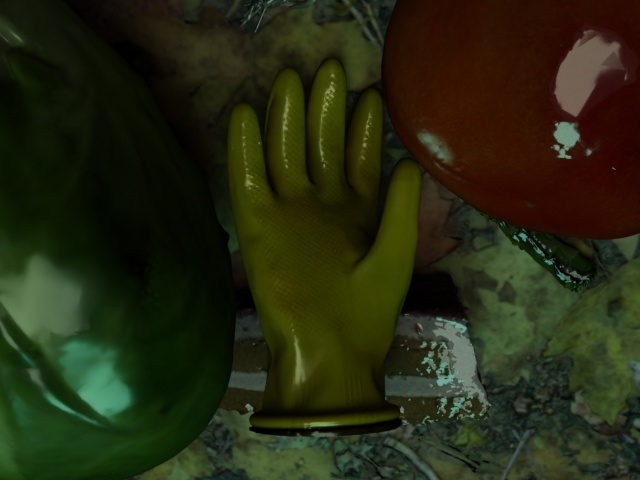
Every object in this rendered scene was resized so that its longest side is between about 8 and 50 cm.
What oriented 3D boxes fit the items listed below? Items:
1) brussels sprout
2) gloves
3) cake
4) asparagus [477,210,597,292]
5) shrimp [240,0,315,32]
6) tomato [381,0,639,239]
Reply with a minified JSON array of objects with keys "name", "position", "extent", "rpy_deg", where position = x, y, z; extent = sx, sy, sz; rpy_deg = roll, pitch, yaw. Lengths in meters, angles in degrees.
[{"name":"brussels sprout","position":[-0.209,0.010,0.714],"extent":[0.276,0.315,0.371],"rpy_deg":[-11,121,23]},{"name":"gloves","position":[-0.001,0.000,0.774],"extent":[0.133,0.116,0.294],"rpy_deg":[2,84,-34]},{"name":"cake","position":[0.014,0.098,0.891],"extent":[0.295,0.113,0.116],"rpy_deg":[-3,109,20]},{"name":"asparagus","position":[0.174,-0.013,0.843],"extent":[0.165,0.030,0.036],"rpy_deg":[40,137,-15]},{"name":"shrimp","position":[0.000,-0.218,0.749],"extent":[0.165,0.065,0.056],"rpy_deg":[-33,76,24]},{"name":"tomato","position":[0.166,-0.104,0.689],"extent":[0.260,0.180,0.260],"rpy_deg":[17,159,7]}]
